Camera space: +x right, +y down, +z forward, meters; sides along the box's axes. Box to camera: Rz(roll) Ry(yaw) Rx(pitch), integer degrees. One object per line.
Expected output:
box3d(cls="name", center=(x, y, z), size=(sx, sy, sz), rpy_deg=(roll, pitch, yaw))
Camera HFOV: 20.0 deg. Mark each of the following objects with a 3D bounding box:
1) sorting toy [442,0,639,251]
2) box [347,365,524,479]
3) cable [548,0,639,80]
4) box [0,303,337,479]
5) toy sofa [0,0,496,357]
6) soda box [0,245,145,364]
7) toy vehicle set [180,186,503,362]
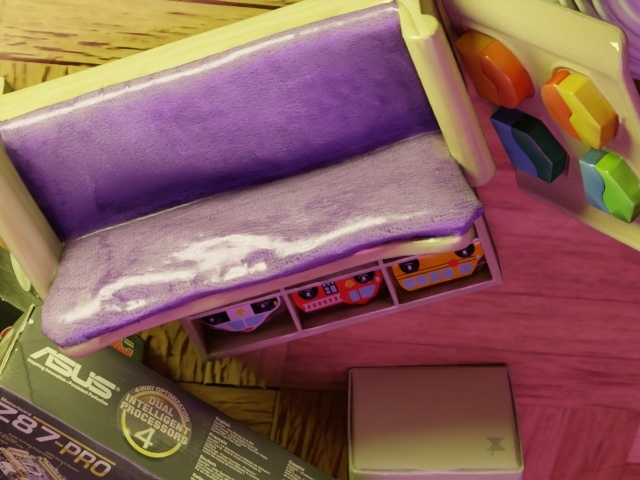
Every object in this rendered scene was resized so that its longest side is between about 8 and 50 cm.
box3d(cls="sorting toy", center=(0.174, -0.085, 1.317), size=(0.038, 0.193, 0.208), rpy_deg=(-39, 129, -17))
box3d(cls="box", center=(0.097, 0.236, 1.622), size=(0.148, 0.127, 0.232), rpy_deg=(0, 131, 0))
box3d(cls="cable", center=(0.275, -0.222, 1.256), size=(0.257, 0.089, 0.257), rpy_deg=(28, 124, -24))
box3d(cls="box", center=(-0.150, 0.246, 1.542), size=(0.395, 0.097, 0.318), rpy_deg=(31, 143, -12))
box3d(cls="toy sofa", center=(-0.066, -0.063, 1.321), size=(0.362, 0.177, 0.150), rpy_deg=(-16, 130, 12))
box3d(cls="soda box", center=(-0.226, 0.075, 1.508), size=(0.053, 0.060, 0.169), rpy_deg=(-36, 124, 27))
box3d(cls="toy vehicle set", center=(0.000, 0.000, 1.471), size=(0.267, 0.035, 0.166), rpy_deg=(-16, 130, 10))
